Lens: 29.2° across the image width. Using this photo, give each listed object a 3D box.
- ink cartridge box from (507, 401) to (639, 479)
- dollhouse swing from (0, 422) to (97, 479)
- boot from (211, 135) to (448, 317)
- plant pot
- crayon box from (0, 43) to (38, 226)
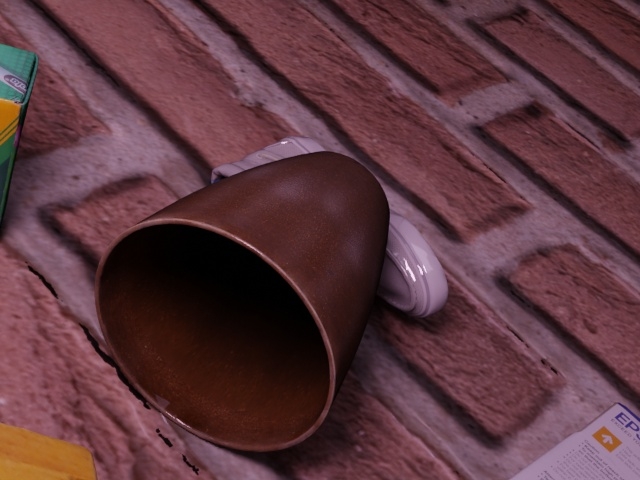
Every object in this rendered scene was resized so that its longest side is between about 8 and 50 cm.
[{"bbox_3d":[0.267,0.314,0.985,0.324,0.071,0.330,43,39,23],"label":"ink cartridge box"},{"bbox_3d":[-0.288,0.302,0.634,0.315,0.305,0.347,26,30,-42],"label":"dollhouse swing"},{"bbox_3d":[0.000,0.000,1.203,0.123,0.095,0.258,-23,51,-33],"label":"boot"},{"bbox_3d":[-0.037,0.022,1.037,0.215,0.215,0.230,31,40,9],"label":"plant pot"},{"bbox_3d":[-0.396,-0.111,1.047,0.278,0.165,0.081,14,39,-12],"label":"crayon box"}]
